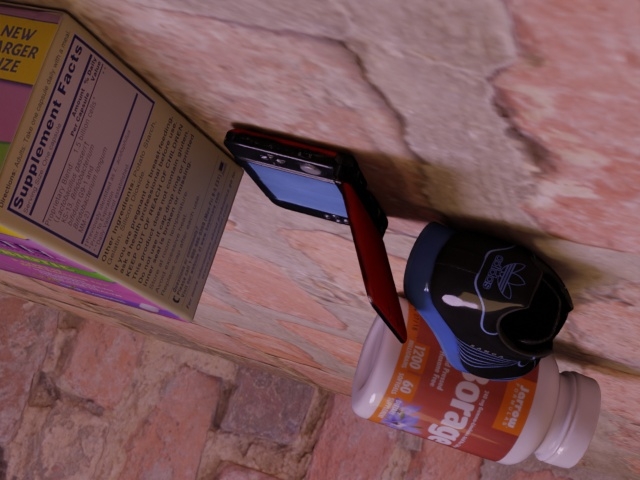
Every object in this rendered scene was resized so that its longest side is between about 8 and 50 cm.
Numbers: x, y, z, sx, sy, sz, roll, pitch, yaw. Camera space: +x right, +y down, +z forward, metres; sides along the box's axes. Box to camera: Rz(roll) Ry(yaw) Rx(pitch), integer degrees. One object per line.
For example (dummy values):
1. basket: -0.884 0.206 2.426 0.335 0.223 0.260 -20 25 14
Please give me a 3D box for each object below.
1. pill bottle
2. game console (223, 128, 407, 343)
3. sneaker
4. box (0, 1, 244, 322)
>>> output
1. pill bottle: 0.148 0.141 1.115 0.216 0.121 0.121 19 169 -6
2. game console: 0.000 0.000 0.753 0.124 0.085 0.144 15 168 15
3. sneaker: 0.137 0.059 0.835 0.090 0.081 0.232 20 170 30
4. box: -0.202 -0.052 0.741 0.214 0.117 0.243 13 168 23
